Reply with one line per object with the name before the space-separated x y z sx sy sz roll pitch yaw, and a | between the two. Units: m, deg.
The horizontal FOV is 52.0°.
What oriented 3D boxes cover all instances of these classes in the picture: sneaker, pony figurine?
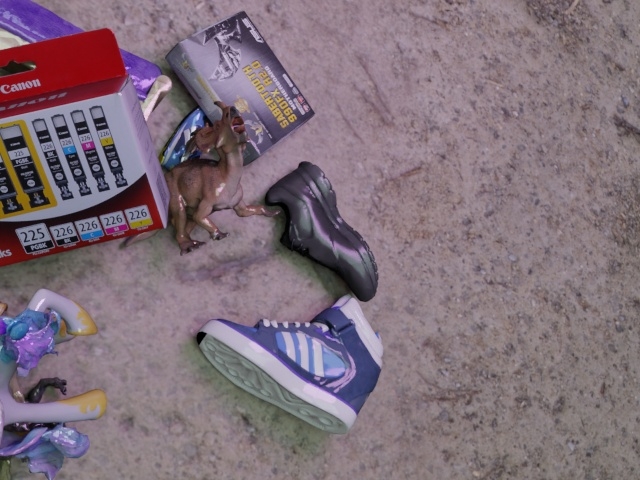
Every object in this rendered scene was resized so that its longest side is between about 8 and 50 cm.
sneaker | 0.000 0.000 1.220 0.130 0.109 0.286 -32 88 -17
sneaker | -0.035 0.173 1.184 0.323 0.130 0.236 33 54 -6
pony figurine | -0.431 0.195 0.806 0.363 0.303 0.350 43 49 -62
sneaker | -0.227 -0.179 1.151 0.059 0.053 0.144 34 79 -20

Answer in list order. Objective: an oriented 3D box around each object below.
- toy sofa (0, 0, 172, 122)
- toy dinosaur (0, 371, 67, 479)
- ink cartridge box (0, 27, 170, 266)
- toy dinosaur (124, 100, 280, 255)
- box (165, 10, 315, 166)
toy sofa | -0.419 -0.293 1.017 0.363 0.150 0.177 27 76 -21
toy dinosaur | -0.451 0.262 1.000 0.118 0.064 0.267 0 82 -19
ink cartridge box | -0.401 -0.123 0.912 0.310 0.130 0.271 -14 117 -3
toy dinosaur | -0.204 -0.094 1.081 0.200 0.296 0.127 66 21 -5
box | -0.136 -0.273 1.168 0.231 0.056 0.183 55 46 -10
